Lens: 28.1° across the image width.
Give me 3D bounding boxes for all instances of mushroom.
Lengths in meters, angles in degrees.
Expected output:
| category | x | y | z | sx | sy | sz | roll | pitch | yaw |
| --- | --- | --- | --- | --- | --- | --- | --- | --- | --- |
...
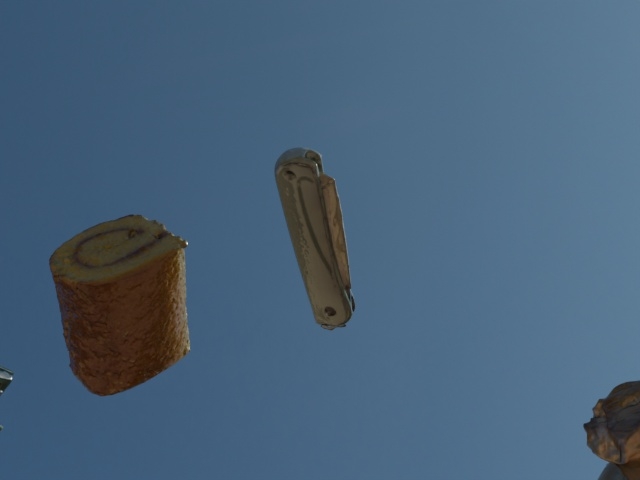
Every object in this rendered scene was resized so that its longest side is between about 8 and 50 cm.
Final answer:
| category | x | y | z | sx | sy | sz | roll | pitch | yaw |
| --- | --- | --- | --- | --- | --- | --- | --- | --- | --- |
| mushroom | 0.460 | 0.297 | 1.613 | 0.297 | 0.297 | 0.290 | -34 | -76 | 8 |

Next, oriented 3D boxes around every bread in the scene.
| category | x | y | z | sx | sy | sz | roll | pitch | yaw |
| --- | --- | --- | --- | --- | --- | --- | --- | --- | --- |
| bread | -0.206 | 0.066 | 1.320 | 0.132 | 0.103 | 0.172 | -26 | -40 | -26 |

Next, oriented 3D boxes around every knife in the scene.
| category | x | y | z | sx | sy | sz | roll | pitch | yaw |
| --- | --- | --- | --- | --- | --- | --- | --- | --- | --- |
| knife | 0.000 | 0.000 | 0.953 | 0.044 | 0.023 | 0.162 | -2 | -52 | 16 |

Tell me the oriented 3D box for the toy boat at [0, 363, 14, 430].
| category | x | y | z | sx | sy | sz | roll | pitch | yaw |
| --- | --- | --- | --- | --- | --- | --- | --- | --- | --- |
| toy boat | -0.361 | 0.178 | 1.070 | 0.246 | 0.103 | 0.093 | -46 | -33 | 2 |
